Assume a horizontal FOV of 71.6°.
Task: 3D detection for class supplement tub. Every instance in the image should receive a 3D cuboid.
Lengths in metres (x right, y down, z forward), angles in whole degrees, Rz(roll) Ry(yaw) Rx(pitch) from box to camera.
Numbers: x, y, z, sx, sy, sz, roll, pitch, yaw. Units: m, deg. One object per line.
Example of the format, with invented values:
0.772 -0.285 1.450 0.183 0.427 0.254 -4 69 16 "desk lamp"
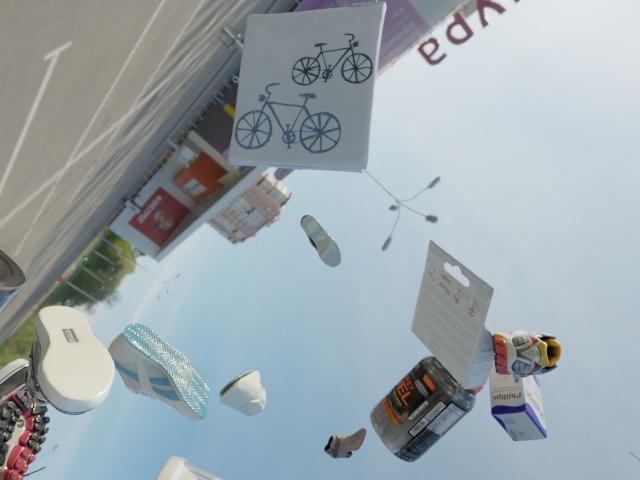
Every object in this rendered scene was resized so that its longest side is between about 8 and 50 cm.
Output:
0.334 0.506 1.393 0.338 0.207 0.207 -49 -160 11 "supplement tub"

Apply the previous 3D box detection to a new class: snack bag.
-0.038 -0.317 0.921 0.324 0.037 0.341 6 -90 22 "snack bag"

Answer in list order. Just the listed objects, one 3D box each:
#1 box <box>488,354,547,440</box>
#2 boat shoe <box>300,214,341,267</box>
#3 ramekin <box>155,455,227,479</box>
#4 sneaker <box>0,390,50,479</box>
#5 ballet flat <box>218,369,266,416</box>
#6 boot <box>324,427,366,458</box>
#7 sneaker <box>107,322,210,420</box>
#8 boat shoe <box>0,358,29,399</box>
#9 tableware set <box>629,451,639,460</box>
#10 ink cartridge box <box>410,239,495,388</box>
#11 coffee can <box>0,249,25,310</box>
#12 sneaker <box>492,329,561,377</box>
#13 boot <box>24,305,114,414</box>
0.413 0.328 0.935 0.072 0.126 0.137 -21 -144 33 "box"
0.000 0.000 0.919 0.046 0.125 0.038 -38 -165 1 "boat shoe"
-0.186 0.407 0.584 0.207 0.109 0.206 -163 -90 -88 "ramekin"
-0.501 0.375 0.640 0.112 0.120 0.299 -18 -140 9 "sneaker"
-0.229 0.498 1.431 0.139 0.139 0.400 -55 175 -16 "ballet flat"
0.069 0.584 1.289 0.118 0.087 0.042 -59 -160 4 "boot"
-0.309 0.265 0.859 0.092 0.228 0.087 -42 -175 17 "sneaker"
-0.722 0.399 0.945 0.301 0.102 0.108 -52 158 -39 "boat shoe"
0.791 0.535 1.008 0.024 0.154 0.104 -53 -167 5 "tableware set"
0.265 0.139 0.862 0.189 0.066 0.232 -131 -137 -53 "ink cartridge box"
-0.543 0.111 0.533 0.275 0.202 0.202 -55 -159 -6 "coffee can"
0.379 0.205 0.785 0.093 0.225 0.087 -8 -102 35 "sneaker"
-0.277 0.149 0.480 0.190 0.069 0.085 30 -76 52 "boot"
